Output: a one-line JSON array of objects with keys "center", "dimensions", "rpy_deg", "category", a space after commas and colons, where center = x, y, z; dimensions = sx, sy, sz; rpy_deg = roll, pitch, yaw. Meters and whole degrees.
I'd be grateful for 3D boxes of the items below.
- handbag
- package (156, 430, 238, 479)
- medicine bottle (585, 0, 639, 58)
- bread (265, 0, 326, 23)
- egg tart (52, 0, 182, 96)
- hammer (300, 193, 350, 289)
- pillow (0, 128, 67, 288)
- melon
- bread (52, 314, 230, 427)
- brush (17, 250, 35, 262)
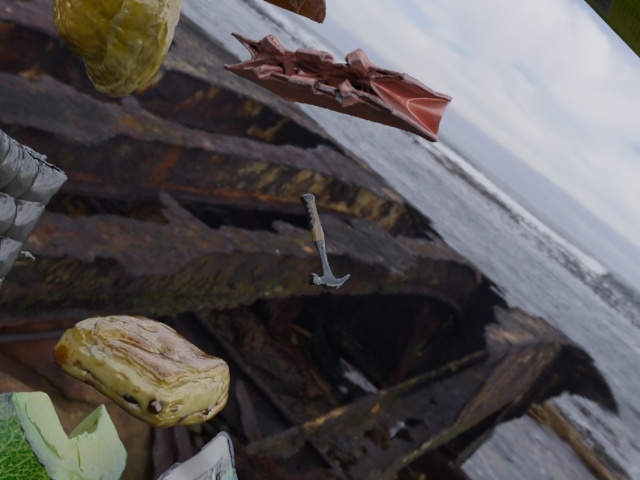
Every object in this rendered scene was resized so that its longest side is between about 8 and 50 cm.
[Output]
[{"center": [0.020, -0.167, 0.733], "dimensions": [0.213, 0.059, 0.157], "rpy_deg": [22, 8, 30], "category": "handbag"}, {"center": [-0.137, 0.339, 0.747], "dimensions": [0.040, 0.231, 0.166], "rpy_deg": [6, 15, 31], "category": "package"}, {"center": [0.525, -0.382, 1.047], "dimensions": [0.250, 0.137, 0.141], "rpy_deg": [60, -8, 23], "category": "medicine bottle"}, {"center": [-0.025, -0.296, 0.799], "dimensions": [0.109, 0.062, 0.043], "rpy_deg": [7, 38, -47], "category": "bread"}, {"center": [-0.326, -0.383, 1.047], "dimensions": [0.128, 0.318, 0.319], "rpy_deg": [5, 33, -43], "category": "egg tart"}, {"center": [0.000, 0.000, 1.172], "dimensions": [0.078, 0.021, 0.201], "rpy_deg": [12, 47, -30], "category": "hammer"}, {"center": [-0.489, -0.007, 0.926], "dimensions": [0.101, 0.326, 0.228], "rpy_deg": [23, -11, 14], "category": "pillow"}, {"center": [-0.259, 0.209, 0.672], "dimensions": [0.209, 0.064, 0.118], "rpy_deg": [48, 20, -70], "category": "melon"}, {"center": [-0.244, 0.184, 1.007], "dimensions": [0.211, 0.099, 0.235], "rpy_deg": [26, -1, 19], "category": "bread"}, {"center": [-0.596, 0.003, 1.123], "dimensions": [0.248, 0.036, 0.043], "rpy_deg": [8, -6, -1], "category": "brush"}]
